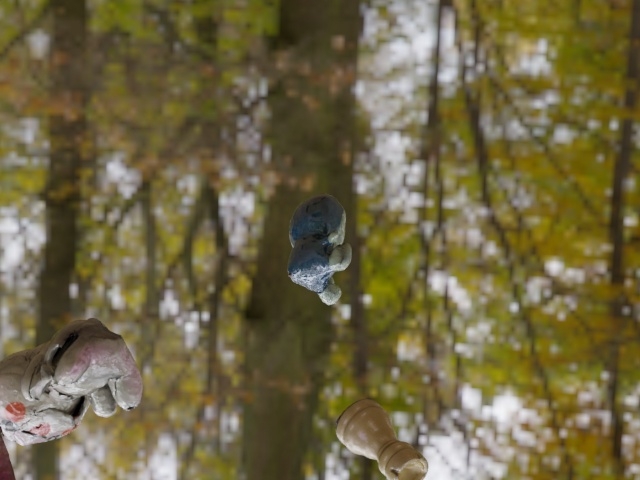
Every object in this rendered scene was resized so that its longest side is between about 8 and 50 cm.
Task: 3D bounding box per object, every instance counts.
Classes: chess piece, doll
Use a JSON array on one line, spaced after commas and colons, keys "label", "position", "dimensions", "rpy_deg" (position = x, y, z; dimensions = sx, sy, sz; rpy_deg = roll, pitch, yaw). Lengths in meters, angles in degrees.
[{"label": "chess piece", "position": [0.075, 0.246, 2.110], "dimensions": [0.066, 0.066, 0.122], "rpy_deg": [-7, -149, -29]}, {"label": "doll", "position": [-0.281, 0.149, 1.869], "dimensions": [0.192, 0.095, 0.149], "rpy_deg": [-31, 147, 31]}, {"label": "doll", "position": [0.000, 0.000, 1.475], "dimensions": [0.050, 0.076, 0.083], "rpy_deg": [9, -125, -10]}]

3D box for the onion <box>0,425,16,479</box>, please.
[{"label": "onion", "position": [-0.339, 0.215, 1.305], "dimensions": [0.247, 0.250, 0.111], "rpy_deg": [-1, -178, 32]}]
